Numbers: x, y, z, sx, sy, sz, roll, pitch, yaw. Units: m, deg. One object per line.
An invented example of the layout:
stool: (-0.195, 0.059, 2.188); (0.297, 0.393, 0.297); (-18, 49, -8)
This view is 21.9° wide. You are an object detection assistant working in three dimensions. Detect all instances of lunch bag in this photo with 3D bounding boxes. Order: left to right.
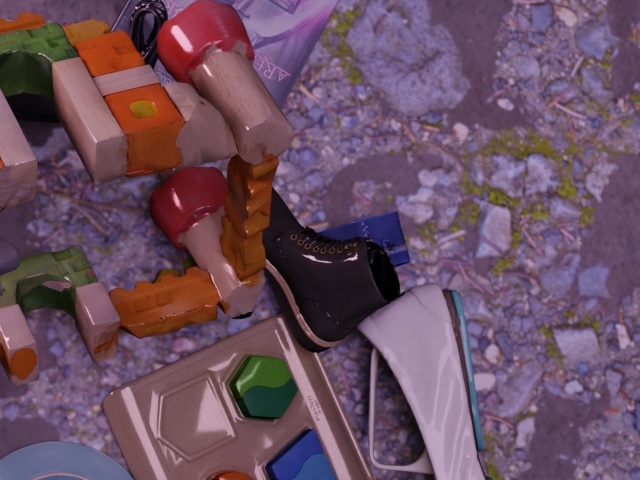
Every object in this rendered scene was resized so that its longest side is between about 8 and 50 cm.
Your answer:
lunch bag: (0.047, 0.011, 1.716); (0.067, 0.098, 0.065); (-14, 88, -39)

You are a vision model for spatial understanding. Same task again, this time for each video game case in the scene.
video game case: (-0.088, -0.258, 1.750); (0.196, 0.026, 0.274); (31, 71, -13)

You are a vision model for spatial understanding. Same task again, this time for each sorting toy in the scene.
sorting toy: (-0.096, 0.163, 1.669); (0.229, 0.041, 0.307); (-24, 90, -22)

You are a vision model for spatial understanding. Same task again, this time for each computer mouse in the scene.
computer mouse: (-0.274, -0.200, 1.622); (0.262, 0.060, 0.184); (18, 96, -17)

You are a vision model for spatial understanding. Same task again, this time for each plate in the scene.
plate: (-0.254, 0.288, 1.595); (0.188, 0.024, 0.188); (2, 82, -18)

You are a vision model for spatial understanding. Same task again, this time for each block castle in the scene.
block castle: (-0.268, -0.041, 1.498); (0.453, 0.303, 0.213); (-16, 51, -22)

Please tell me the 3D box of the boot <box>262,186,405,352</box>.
boot: (0.000, 0.000, 1.668); (0.077, 0.137, 0.198); (-30, 88, -47)

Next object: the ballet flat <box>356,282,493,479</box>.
ballet flat: (0.122, 0.246, 1.706); (0.139, 0.139, 0.400); (-10, 81, -22)

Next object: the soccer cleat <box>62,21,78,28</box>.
soccer cleat: (-0.275, -0.200, 1.667); (0.083, 0.029, 0.035); (-8, 70, -26)
